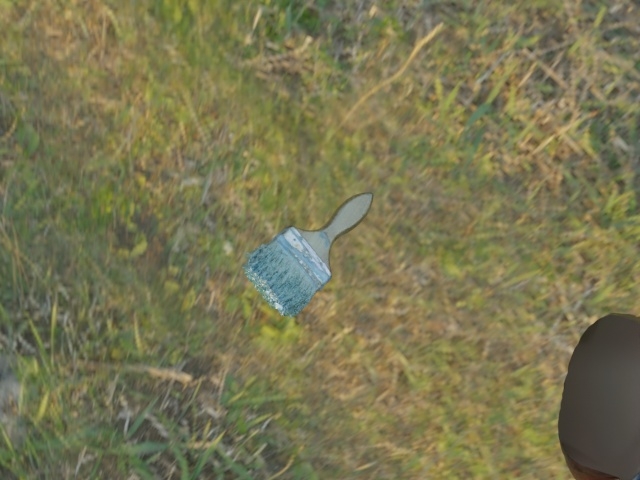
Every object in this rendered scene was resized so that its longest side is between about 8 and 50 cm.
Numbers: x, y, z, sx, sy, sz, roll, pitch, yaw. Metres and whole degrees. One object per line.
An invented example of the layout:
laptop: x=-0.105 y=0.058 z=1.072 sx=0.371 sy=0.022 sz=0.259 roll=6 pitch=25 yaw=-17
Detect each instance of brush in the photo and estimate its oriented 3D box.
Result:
brush: x=0.000 y=0.000 z=1.163 sx=0.070 sy=0.021 sz=0.196 roll=51 pitch=41 yaw=-3

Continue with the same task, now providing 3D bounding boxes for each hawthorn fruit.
hawthorn fruit: x=0.306 y=0.172 z=1.057 sx=0.215 sy=0.249 sz=0.215 roll=-8 pitch=67 yaw=19
